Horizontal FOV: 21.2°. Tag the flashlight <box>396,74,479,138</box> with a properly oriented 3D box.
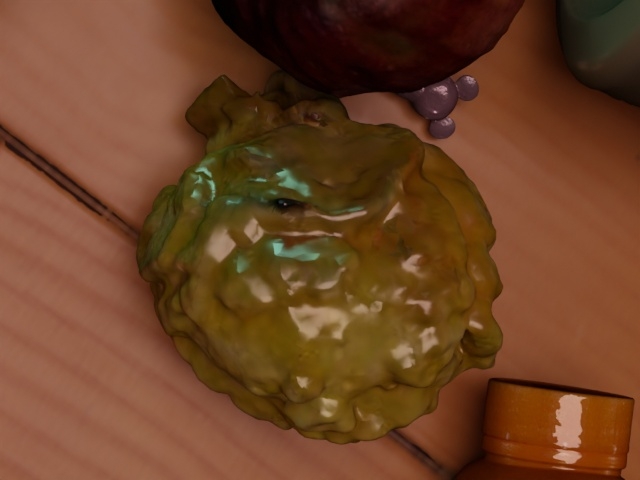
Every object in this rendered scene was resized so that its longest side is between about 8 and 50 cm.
[{"bbox_3d":[0.055,-0.117,1.207,0.110,0.031,0.052,29,109,-7],"label":"flashlight"}]

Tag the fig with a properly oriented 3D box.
[{"bbox_3d":[0.038,-0.205,1.099,0.224,0.263,0.224,9,125,14],"label":"fig"}]

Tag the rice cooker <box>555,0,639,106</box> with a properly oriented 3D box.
[{"bbox_3d":[0.323,-0.206,1.113,0.325,0.335,0.335,20,86,-13],"label":"rice cooker"}]

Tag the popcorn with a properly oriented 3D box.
[{"bbox_3d":[0.000,0.000,1.112,0.233,0.192,0.266,-21,70,-9],"label":"popcorn"}]

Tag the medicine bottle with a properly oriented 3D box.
[{"bbox_3d":[0.152,0.211,1.168,0.112,0.149,0.222,8,88,-13],"label":"medicine bottle"}]
